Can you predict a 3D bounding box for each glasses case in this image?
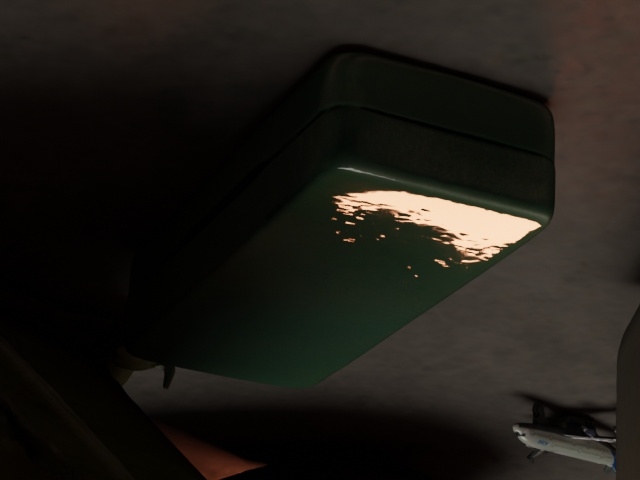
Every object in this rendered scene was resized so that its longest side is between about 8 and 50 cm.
[{"bbox_3d":[0.000,0.000,0.651,0.078,0.039,0.184,13,155,-21],"label":"glasses case"}]

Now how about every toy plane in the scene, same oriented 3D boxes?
[{"bbox_3d":[0.111,0.088,0.856,0.084,0.024,0.078,31,150,-35],"label":"toy plane"}]

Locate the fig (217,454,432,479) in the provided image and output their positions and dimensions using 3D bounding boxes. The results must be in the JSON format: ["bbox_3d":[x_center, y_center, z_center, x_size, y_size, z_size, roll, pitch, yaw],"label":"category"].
[{"bbox_3d":[-0.071,0.189,0.870,0.321,0.217,0.217,11,155,-24],"label":"fig"}]

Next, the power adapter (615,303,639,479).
[{"bbox_3d":[0.168,0.067,0.674,0.130,0.125,0.205,3,156,-1],"label":"power adapter"}]

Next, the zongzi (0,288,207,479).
[{"bbox_3d":[-0.156,0.098,0.550,0.418,0.181,0.447,30,-178,-31],"label":"zongzi"}]
